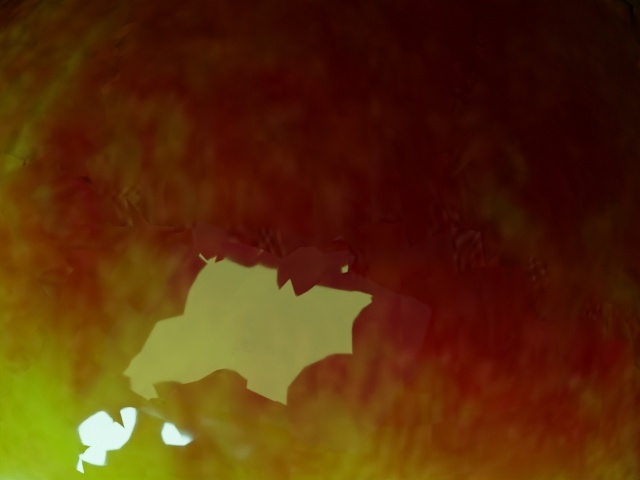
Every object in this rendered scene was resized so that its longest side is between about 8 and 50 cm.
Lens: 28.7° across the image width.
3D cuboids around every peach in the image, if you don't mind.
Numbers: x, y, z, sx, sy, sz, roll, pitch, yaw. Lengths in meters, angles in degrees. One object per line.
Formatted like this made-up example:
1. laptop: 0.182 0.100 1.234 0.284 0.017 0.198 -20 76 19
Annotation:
1. peach: 0.000 0.000 0.558 0.388 0.388 0.388 2 106 7
